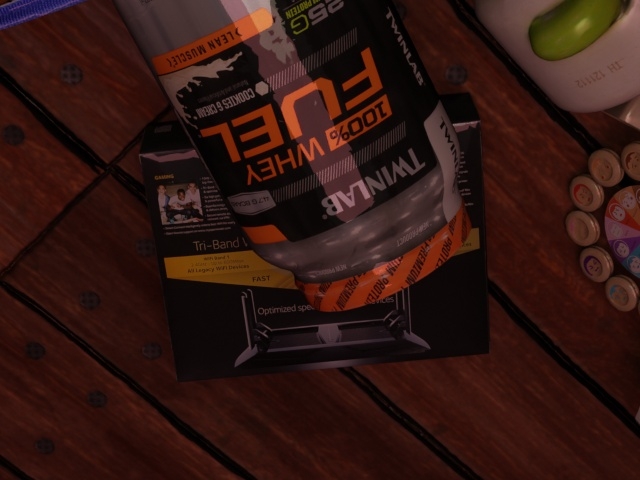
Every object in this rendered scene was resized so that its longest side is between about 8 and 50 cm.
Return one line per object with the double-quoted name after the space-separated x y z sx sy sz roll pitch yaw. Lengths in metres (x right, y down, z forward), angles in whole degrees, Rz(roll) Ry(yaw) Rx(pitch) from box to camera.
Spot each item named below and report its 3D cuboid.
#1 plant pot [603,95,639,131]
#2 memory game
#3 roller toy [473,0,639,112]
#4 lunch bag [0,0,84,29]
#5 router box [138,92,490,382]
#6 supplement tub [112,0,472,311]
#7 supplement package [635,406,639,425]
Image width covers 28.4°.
0.316 -0.135 1.128 0.109 0.109 0.096 25 101 -14 "plant pot"
0.301 -0.004 1.167 0.012 0.186 0.186 -27 124 -35 "memory game"
0.239 -0.207 1.037 0.146 0.191 0.209 44 84 -19 "roller toy"
-0.264 -0.304 0.878 0.385 0.328 0.239 -20 140 5 "lunch bag"
0.000 0.000 1.193 0.308 0.081 0.243 -5 116 1 "router box"
-0.014 -0.115 0.996 0.193 0.193 0.316 -26 107 11 "supplement tub"
0.481 0.148 1.182 0.262 0.199 0.198 3 118 -22 "supplement package"
